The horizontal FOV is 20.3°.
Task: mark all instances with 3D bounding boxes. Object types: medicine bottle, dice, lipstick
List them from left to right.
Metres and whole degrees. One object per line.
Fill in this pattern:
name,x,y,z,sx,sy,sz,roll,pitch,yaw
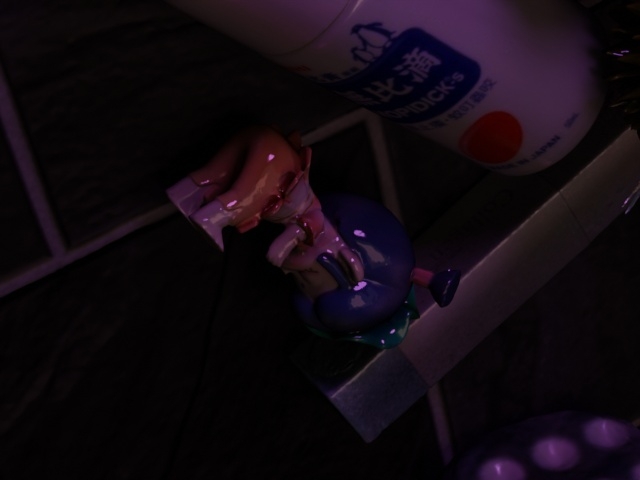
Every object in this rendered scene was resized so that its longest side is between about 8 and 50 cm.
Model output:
medicine bottle,0.027,-0.153,1.099,0.341,0.130,0.130,24,102,-40
lipstick,0.122,0.010,1.298,0.317,0.066,0.068,-42,131,-5
dice,0.198,0.256,1.418,0.182,0.181,0.183,-19,125,-24

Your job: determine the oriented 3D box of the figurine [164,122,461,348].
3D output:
figurine,0.000,0.000,1.185,0.102,0.111,0.195,-46,129,1

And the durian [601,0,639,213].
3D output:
durian,0.292,-0.184,1.176,0.355,0.157,0.169,-46,122,-40
